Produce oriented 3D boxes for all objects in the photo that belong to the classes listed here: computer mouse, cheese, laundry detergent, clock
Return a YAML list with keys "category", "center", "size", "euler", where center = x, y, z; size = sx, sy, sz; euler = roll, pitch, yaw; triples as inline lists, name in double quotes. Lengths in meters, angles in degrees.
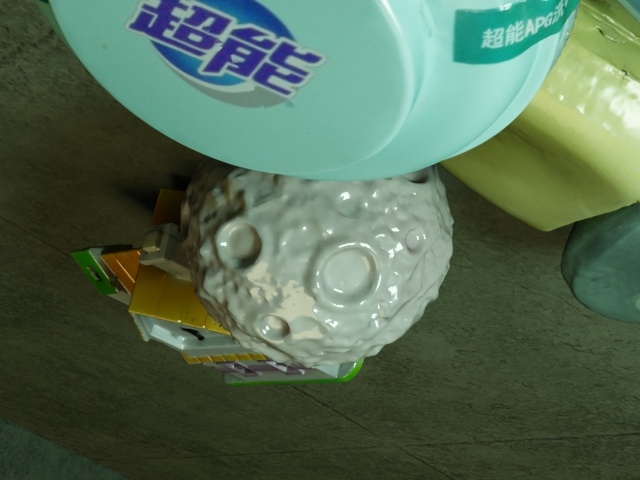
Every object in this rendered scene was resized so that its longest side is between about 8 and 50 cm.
- category: "computer mouse"
  center: [0.331, -0.047, 0.975]
  size: [0.188, 0.122, 0.371]
  euler: [11, 152, -13]
- category: "cheese"
  center: [0.118, -0.133, 0.887]
  size: [0.316, 0.128, 0.259]
  euler: [40, 159, -9]
- category: "laundry detergent"
  center: [0.009, -0.203, 0.601]
  size: [0.287, 0.305, 0.287]
  euler: [17, 147, 11]
- category: "clock"
  center: [-0.121, 0.053, 1.411]
  size: [0.235, 0.166, 0.309]
  euler: [-8, 152, 42]

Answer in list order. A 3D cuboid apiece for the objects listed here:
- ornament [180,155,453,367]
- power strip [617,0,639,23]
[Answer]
- category: "ornament"
  center: [0.000, 0.000, 1.105]
  size: [0.259, 0.259, 0.225]
  euler: [-4, 116, 37]
- category: "power strip"
  center: [0.236, -0.208, 0.799]
  size: [0.270, 0.046, 0.118]
  euler: [34, 150, -30]
